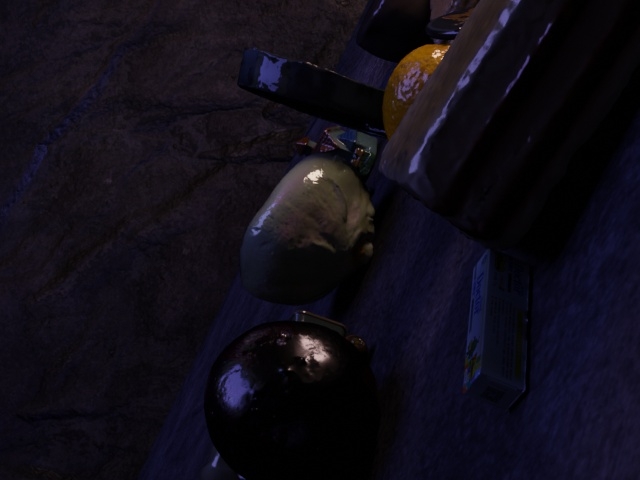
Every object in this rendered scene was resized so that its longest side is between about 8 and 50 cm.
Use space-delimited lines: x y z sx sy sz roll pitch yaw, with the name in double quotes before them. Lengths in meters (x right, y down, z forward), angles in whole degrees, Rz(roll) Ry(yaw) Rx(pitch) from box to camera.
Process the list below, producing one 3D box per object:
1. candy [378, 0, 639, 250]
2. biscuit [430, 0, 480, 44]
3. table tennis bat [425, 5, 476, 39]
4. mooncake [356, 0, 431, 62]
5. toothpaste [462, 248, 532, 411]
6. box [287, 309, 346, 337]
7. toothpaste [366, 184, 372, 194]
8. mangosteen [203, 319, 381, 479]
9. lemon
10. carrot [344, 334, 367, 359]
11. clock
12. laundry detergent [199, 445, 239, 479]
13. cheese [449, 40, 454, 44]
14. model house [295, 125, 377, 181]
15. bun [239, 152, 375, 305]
"candy" 0.190 -0.156 0.957 0.320 0.135 0.179 -55 8 8
"biscuit" 0.240 -0.434 1.716 0.426 0.078 0.144 -78 15 -59
"table tennis bat" 0.226 -0.275 1.296 0.236 0.150 0.027 -144 38 -64
"mooncake" 0.172 -0.469 2.026 0.245 0.133 0.245 -63 9 18
"toothpaste" 0.159 0.076 0.912 0.164 0.046 0.034 -75 10 -47
"box" -0.021 0.162 1.592 0.126 0.091 0.031 125 160 -45
"toothpaste" 0.077 -0.089 1.921 0.037 0.021 0.140 -64 6 -5
"mangosteen" -0.029 0.214 1.220 0.250 0.211 0.211 80 -160 -45
"lemon" 0.150 -0.166 1.320 0.142 0.142 0.187 -91 14 -70
"carrot" 0.015 0.206 1.422 0.047 0.047 0.191 -78 11 -56
"clock" 0.015 -0.243 1.734 0.325 0.325 0.067 -139 68 -81
"laundry detergent" -0.138 0.347 1.758 0.181 0.091 0.253 152 142 -78
"cheese" 0.228 -0.290 1.452 0.227 0.064 0.137 -65 10 -8
"model house" 0.019 -0.159 2.034 0.119 0.149 0.148 -76 12 -46
"bun" 0.000 0.000 1.670 0.283 0.179 0.283 -51 -14 -18
